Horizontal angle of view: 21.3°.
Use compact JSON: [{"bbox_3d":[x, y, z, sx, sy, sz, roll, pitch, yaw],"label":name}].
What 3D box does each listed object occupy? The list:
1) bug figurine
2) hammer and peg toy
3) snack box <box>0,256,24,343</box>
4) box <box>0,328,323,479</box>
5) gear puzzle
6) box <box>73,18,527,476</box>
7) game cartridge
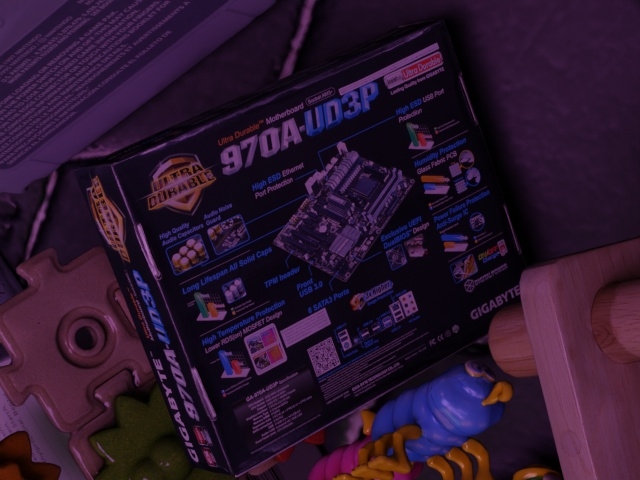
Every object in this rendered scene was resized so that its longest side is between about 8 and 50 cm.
[{"bbox_3d":[0.104,0.131,0.944,0.216,0.279,0.072,-30,52,45],"label":"bug figurine"},{"bbox_3d":[0.225,0.164,0.810,0.127,0.266,0.361,-15,87,52],"label":"hammer and peg toy"},{"bbox_3d":[-0.255,0.037,1.144,0.100,0.037,0.141,-30,96,31],"label":"snack box"},{"bbox_3d":[-0.116,0.122,1.031,0.119,0.181,0.182,-27,97,31],"label":"box"},{"bbox_3d":[-0.080,0.065,0.924,0.175,0.339,0.044,60,153,-6],"label":"gear puzzle"},{"bbox_3d":[0.000,0.000,0.915,0.051,0.220,0.175,1,114,59],"label":"box"},{"bbox_3d":[-0.163,-0.114,0.953,0.294,0.196,0.060,-33,72,30],"label":"game cartridge"}]
